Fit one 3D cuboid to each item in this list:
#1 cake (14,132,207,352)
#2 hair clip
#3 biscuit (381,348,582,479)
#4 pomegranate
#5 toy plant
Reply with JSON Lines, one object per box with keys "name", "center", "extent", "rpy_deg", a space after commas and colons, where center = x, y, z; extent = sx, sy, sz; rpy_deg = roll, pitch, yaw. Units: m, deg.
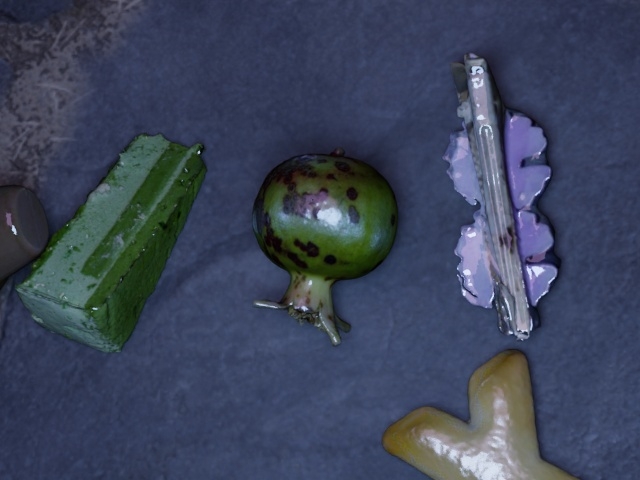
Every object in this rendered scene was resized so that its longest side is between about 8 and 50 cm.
{"name": "cake", "center": [-0.201, 0.002, 1.567], "extent": [0.100, 0.099, 0.235], "rpy_deg": [20, 57, 18]}
{"name": "hair clip", "center": [0.174, -0.044, 1.483], "extent": [0.106, 0.084, 0.292], "rpy_deg": [-8, 76, 4]}
{"name": "biscuit", "center": [0.171, 0.220, 1.413], "extent": [0.164, 0.047, 0.208], "rpy_deg": [-34, 70, 1]}
{"name": "pomegranate", "center": [-0.001, -0.003, 1.481], "extent": [0.148, 0.148, 0.169], "rpy_deg": [25, 105, 18]}
{"name": "toy plant", "center": [-0.372, 0.009, 1.567], "extent": [0.200, 0.105, 0.143], "rpy_deg": [-17, 84, 24]}
